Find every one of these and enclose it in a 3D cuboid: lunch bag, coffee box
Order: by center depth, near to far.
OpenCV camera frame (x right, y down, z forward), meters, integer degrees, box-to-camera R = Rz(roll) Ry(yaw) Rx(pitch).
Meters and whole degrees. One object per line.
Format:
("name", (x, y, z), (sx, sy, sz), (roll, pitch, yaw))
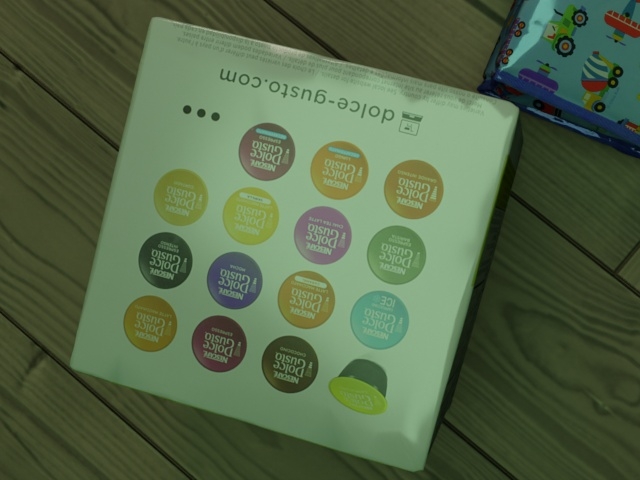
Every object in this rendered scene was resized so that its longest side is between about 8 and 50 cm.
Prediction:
("coffee box", (0.000, 0.000, 1.094), (0.338, 0.338, 0.334), (15, 94, 10))
("lunch bag", (0.349, -0.208, 1.146), (0.293, 0.138, 0.221), (23, 92, 0))
